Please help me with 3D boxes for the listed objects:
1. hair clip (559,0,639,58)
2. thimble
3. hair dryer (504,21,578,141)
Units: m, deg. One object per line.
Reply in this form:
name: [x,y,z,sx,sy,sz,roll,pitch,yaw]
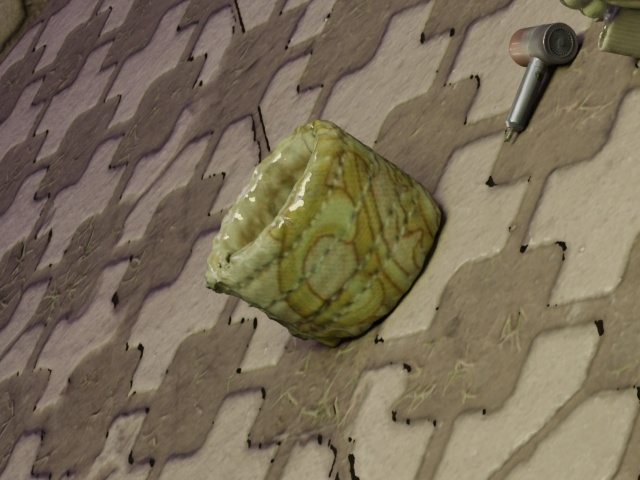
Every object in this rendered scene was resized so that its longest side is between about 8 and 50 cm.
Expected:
hair clip: [0.275,-0.232,1.505,0.220,0.140,0.054,118,158,-50]
thimble: [0.000,0.000,1.696,0.190,0.143,0.137,-52,25,7]
hair dryer: [0.183,-0.138,1.678,0.063,0.037,0.114,1,66,64]
